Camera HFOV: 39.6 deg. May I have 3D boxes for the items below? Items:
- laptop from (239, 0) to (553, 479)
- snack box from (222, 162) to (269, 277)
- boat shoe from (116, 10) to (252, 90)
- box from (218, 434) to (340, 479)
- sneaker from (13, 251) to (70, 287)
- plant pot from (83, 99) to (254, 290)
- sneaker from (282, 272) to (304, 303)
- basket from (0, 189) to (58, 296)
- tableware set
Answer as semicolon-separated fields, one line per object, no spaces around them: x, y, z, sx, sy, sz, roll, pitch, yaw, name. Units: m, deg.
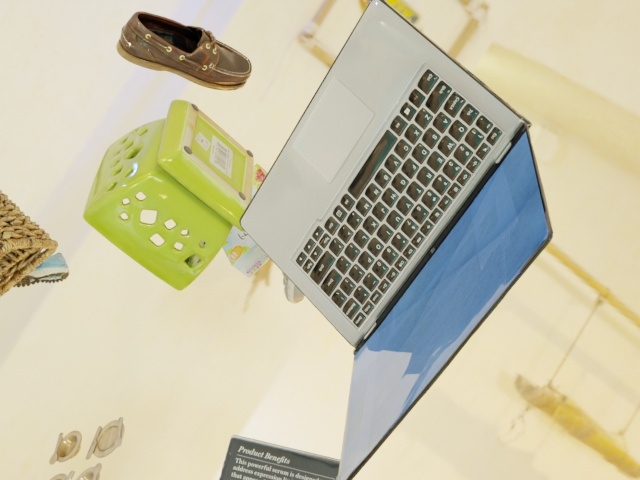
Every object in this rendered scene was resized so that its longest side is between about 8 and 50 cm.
0.046;-0.016;1.022;0.408;0.382;0.236;46;30;21;laptop
-0.150;-0.046;1.975;0.070;0.174;0.207;40;12;-41;snack box
-0.185;-0.273;1.280;0.207;0.073;0.073;8;51;-33;boat shoe
-0.089;0.562;1.477;0.212;0.395;0.293;13;-24;7;box
-0.643;0.058;1.967;0.162;0.073;0.063;-3;-28;-28;sneaker
-0.241;-0.092;1.535;0.227;0.207;0.228;40;28;-28;plant pot
0.000;0.000;1.772;0.115;0.281;0.105;16;11;-13;sneaker
-0.700;0.061;1.750;0.223;0.299;0.213;50;8;-24;basket
-0.372;0.344;1.366;0.169;0.141;0.020;-20;-50;29;tableware set
